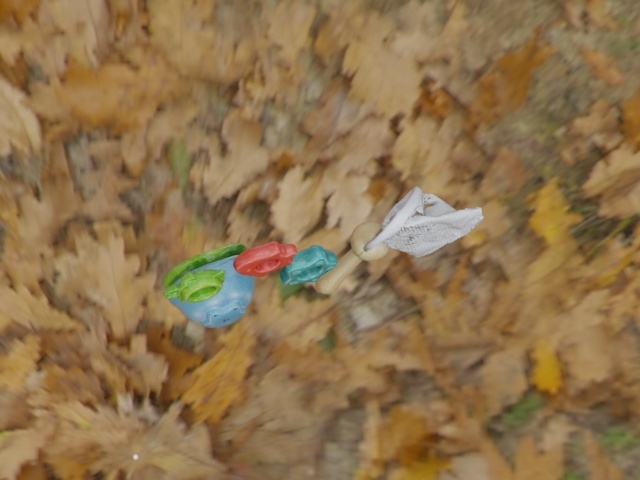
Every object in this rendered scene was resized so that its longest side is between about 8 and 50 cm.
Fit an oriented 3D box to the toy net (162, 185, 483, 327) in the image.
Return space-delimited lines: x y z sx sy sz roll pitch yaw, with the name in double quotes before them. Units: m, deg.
"toy net" 0.000 0.000 1.314 0.232 0.122 0.045 -20 68 -3
